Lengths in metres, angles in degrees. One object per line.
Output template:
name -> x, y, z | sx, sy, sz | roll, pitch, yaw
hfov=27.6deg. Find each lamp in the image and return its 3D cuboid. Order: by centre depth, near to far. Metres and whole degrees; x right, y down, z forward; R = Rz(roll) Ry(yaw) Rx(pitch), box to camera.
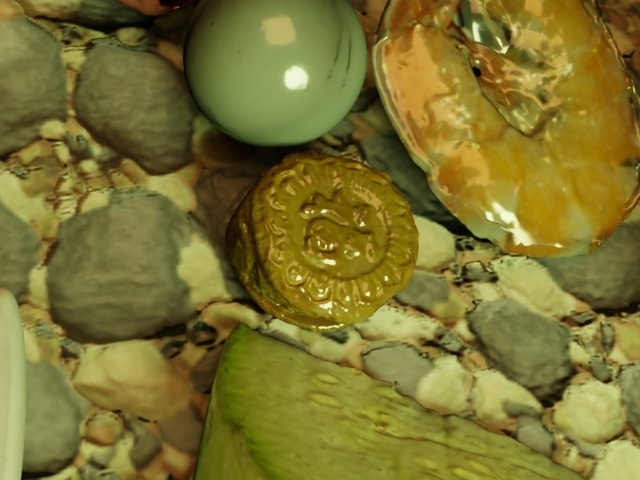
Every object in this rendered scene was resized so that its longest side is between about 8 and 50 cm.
lamp -> -0.026, -0.101, 0.719 | 0.105, 0.105, 0.105 | 5, 62, -10

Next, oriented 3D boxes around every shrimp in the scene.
shrimp -> 0.090, -0.137, 0.760 | 0.164, 0.062, 0.316 | -13, 81, -31

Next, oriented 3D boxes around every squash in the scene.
squash -> 0.019, 0.183, 0.626 | 0.237, 0.155, 0.204 | 22, 23, 7

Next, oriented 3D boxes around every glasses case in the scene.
glasses case -> -0.162, 0.113, 0.595 | 0.049, 0.074, 0.193 | 5, 63, -13

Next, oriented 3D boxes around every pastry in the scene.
pastry -> 0.000, 0.000, 0.701 | 0.097, 0.057, 0.109 | -6, 67, -21

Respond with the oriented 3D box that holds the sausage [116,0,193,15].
sausage -> -0.056, -0.247, 0.758 | 0.152, 0.152, 0.279 | 37, 61, 8
